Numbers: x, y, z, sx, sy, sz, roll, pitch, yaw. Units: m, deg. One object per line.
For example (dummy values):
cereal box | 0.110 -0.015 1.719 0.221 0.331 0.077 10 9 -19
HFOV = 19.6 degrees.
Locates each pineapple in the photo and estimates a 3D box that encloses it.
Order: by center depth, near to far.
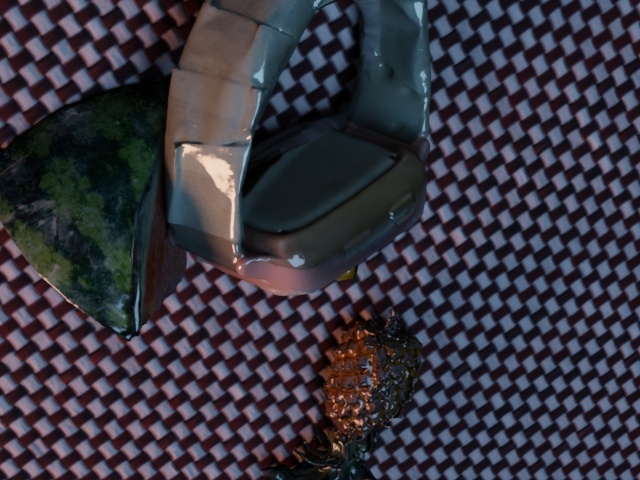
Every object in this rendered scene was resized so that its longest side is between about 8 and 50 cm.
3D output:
pineapple | 0.027 0.160 1.712 0.103 0.083 0.221 2 118 -45

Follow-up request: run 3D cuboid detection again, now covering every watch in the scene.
watch | -0.015 -0.113 1.473 0.253 0.161 0.241 -36 131 -32

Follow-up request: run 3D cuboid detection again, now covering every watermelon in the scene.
watermelon | -0.143 -0.015 1.487 0.202 0.207 0.136 8 142 -47

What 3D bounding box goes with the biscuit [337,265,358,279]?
biscuit | 0.000 0.000 1.645 0.081 0.018 0.083 -5 120 -23
